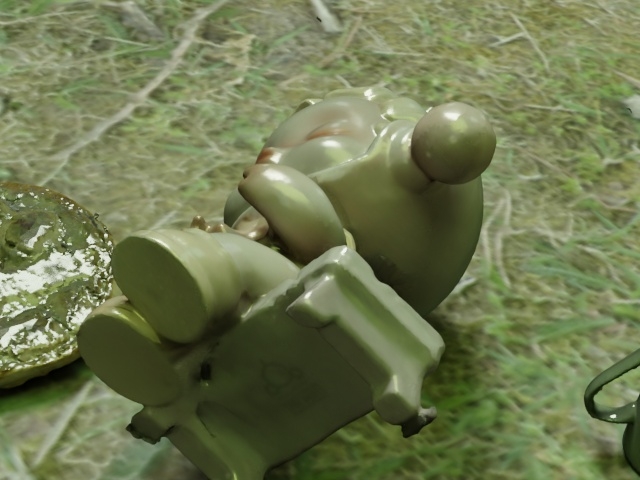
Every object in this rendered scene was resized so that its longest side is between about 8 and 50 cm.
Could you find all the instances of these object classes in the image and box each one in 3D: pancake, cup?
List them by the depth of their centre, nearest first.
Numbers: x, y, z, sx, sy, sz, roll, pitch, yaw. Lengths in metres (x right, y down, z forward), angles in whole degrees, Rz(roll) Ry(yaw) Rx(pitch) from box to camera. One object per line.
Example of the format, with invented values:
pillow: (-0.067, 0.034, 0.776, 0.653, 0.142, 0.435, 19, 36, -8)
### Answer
cup: (0.171, 0.068, 0.668, 0.075, 0.083, 0.054, 27, 41, 25)
pancake: (-0.175, 0.019, 0.708, 0.158, 0.028, 0.158, 4, 38, -3)

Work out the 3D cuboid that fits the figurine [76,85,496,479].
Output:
figurine: (0.010, 0.004, 0.665, 0.144, 0.182, 0.257, 32, 37, 4)
